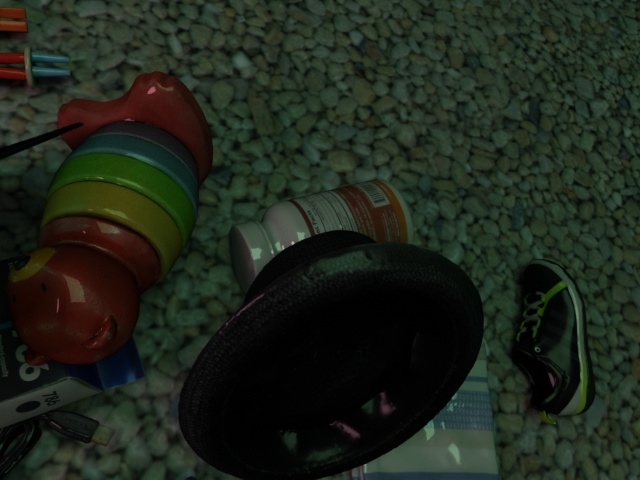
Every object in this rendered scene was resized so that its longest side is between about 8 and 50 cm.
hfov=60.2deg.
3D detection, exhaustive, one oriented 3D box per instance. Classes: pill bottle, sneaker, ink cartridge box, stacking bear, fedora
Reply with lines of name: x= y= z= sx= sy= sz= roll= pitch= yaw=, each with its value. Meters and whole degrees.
pill bottle: x=0.000 y=0.000 z=0.705 sx=0.216 sy=0.121 sz=0.121 roll=-15 pitch=76 yaw=-24
sneaker: x=0.321 y=0.138 z=0.788 sx=0.097 sy=0.084 sz=0.235 roll=-1 pitch=70 yaw=-19
ink cartridge box: x=-0.360 y=0.112 z=0.542 sx=0.332 sy=0.065 sz=0.165 roll=-17 pitch=58 yaw=-26
stacking bear: x=-0.217 y=-0.011 z=0.569 sx=0.175 sy=0.164 sz=0.289 roll=-12 pitch=46 yaw=20
fedora: x=0.003 y=0.109 z=0.598 sx=0.333 sy=0.334 sz=0.153 roll=2 pitch=35 yaw=-19

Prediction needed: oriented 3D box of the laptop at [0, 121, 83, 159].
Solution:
laptop: x=-0.350 y=0.017 z=0.501 sx=0.234 sy=0.136 sz=0.265 roll=-14 pitch=75 yaw=15

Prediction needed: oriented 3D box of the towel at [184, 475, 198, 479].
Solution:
towel: x=-0.116 y=0.315 z=0.593 sx=0.119 sy=0.029 sz=0.067 roll=39 pitch=62 yaw=-3

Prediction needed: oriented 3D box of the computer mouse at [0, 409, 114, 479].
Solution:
computer mouse: x=-0.237 y=0.283 z=0.549 sx=0.262 sy=0.060 sz=0.184 roll=23 pitch=68 yaw=3

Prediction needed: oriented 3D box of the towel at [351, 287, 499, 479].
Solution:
towel: x=0.138 y=0.189 z=0.732 sx=0.209 sy=0.034 sz=0.285 roll=8 pitch=67 yaw=-18

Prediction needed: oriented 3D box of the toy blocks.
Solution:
toy blocks: x=-0.398 y=-0.250 z=0.696 sx=0.148 sy=0.054 sz=0.123 roll=-4 pitch=72 yaw=-21
